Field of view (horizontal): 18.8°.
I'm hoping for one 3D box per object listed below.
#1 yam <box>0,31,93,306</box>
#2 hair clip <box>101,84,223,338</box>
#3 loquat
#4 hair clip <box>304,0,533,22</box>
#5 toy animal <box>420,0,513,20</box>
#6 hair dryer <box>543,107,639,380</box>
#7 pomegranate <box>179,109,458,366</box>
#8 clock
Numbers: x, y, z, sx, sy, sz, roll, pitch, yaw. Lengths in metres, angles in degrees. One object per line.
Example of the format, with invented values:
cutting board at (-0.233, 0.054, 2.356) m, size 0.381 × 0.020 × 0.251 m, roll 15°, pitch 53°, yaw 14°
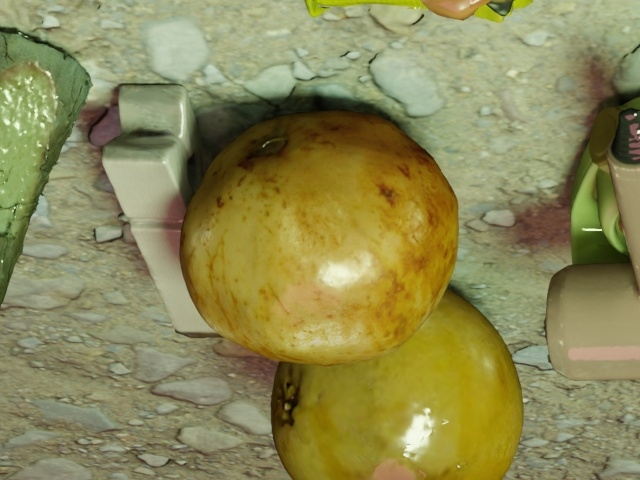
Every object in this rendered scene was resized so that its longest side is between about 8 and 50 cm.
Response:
yam at (-0.306, -0.051, 1.639) m, size 0.154 × 0.254 × 0.154 m, roll 19°, pitch 171°, yaw 3°
hair clip at (-0.135, -0.022, 1.795) m, size 0.085 × 0.101 × 0.330 m, roll 4°, pitch 152°, yaw 12°
loquat at (0.075, 0.164, 1.969) m, size 0.263 × 0.263 × 0.263 m, roll 3°, pitch 154°, yaw 2°
hair clip at (0.076, -0.193, 1.475) m, size 0.173 × 0.046 × 0.072 m, roll 0°, pitch 156°, yaw 11°
toy animal at (0.120, -0.246, 1.237) m, size 0.195 × 0.169 × 0.281 m, roll 28°, pitch 153°, yaw 5°
hair dryer at (0.263, -0.002, 1.594) m, size 0.189 × 0.106 × 0.344 m, roll -2°, pitch 143°, yaw 17°
pomegranate at (0.000, 0.000, 1.683) m, size 0.248 × 0.248 × 0.248 m, roll 3°, pitch 154°, yaw 2°
clock at (0.340, -0.053, 1.667) m, size 0.235 × 0.096 × 0.308 m, roll 3°, pitch 152°, yaw 4°
